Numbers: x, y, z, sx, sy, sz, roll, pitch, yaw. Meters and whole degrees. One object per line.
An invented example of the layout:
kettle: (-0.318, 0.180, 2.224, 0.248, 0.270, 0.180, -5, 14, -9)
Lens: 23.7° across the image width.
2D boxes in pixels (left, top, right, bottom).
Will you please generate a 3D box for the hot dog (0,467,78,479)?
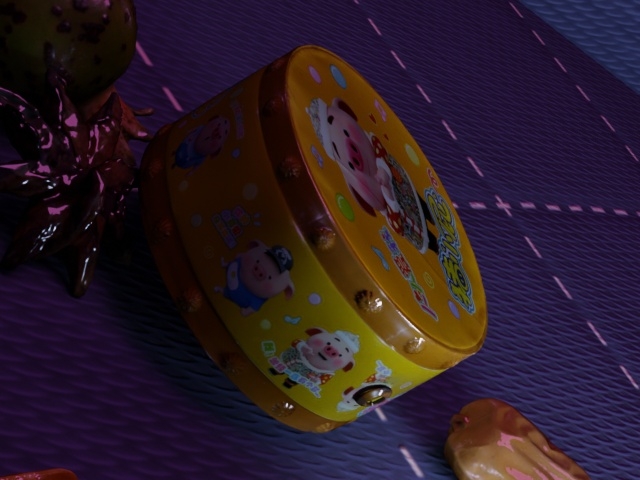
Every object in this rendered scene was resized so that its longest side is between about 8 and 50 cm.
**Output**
hot dog: (-0.269, 0.239, 1.372, 0.133, 0.041, 0.056, -2, 51, -44)

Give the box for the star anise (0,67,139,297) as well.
star anise: (-0.266, -0.071, 1.651, 0.272, 0.102, 0.272, 11, 76, -48)

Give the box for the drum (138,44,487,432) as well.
drum: (0.000, 0.000, 1.770, 0.431, 0.214, 0.431, 47, 24, -28)

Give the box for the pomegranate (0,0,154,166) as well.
pomegranate: (-0.291, -0.230, 1.791, 0.286, 0.231, 0.231, 35, 29, -15)

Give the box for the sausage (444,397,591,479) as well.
sausage: (0.251, 0.298, 1.880, 0.241, 0.120, 0.136, 44, 16, 3)
